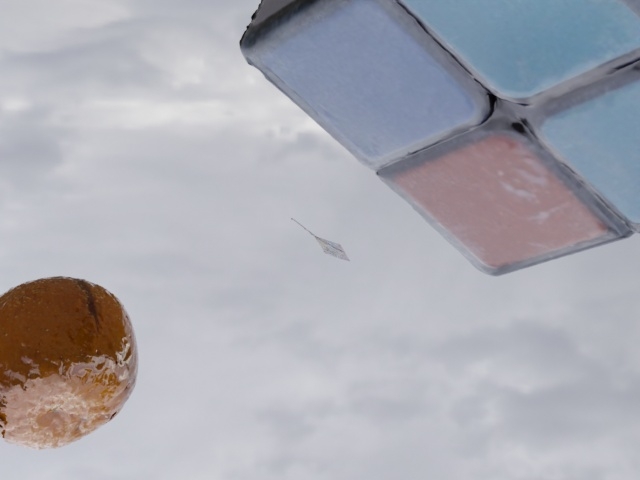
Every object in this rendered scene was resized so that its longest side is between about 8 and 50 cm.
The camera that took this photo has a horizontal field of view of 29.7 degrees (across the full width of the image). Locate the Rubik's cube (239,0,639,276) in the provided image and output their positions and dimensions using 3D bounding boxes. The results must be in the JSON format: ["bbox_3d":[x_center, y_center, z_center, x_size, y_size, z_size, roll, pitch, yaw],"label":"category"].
[{"bbox_3d":[0.181,-0.204,0.917,0.316,0.318,0.313,-22,-142,48],"label":"Rubik's cube"}]

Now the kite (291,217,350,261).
[{"bbox_3d":[0.004,0.000,1.338,0.044,0.078,0.002,4,-125,50],"label":"kite"}]

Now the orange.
[{"bbox_3d":[-0.285,0.125,1.279,0.193,0.193,0.161,-7,-131,-30],"label":"orange"}]
